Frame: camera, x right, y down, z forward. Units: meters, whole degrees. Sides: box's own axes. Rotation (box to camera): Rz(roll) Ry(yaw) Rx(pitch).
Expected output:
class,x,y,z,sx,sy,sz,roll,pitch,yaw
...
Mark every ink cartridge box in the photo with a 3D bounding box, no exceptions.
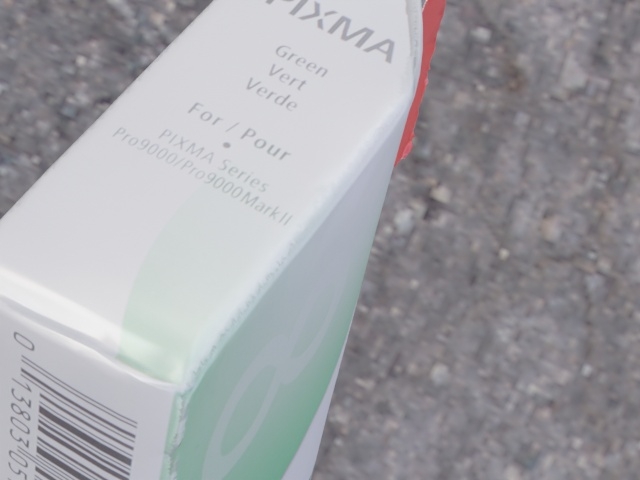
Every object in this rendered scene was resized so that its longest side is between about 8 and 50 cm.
class,x,y,z,sx,sy,sz,roll,pitch,yaw
ink cartridge box,0.000,0.000,0.444,0.225,0.056,0.181,-49,163,-36
